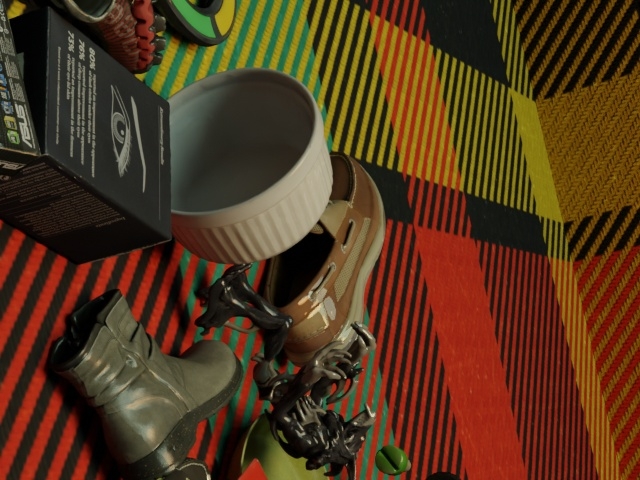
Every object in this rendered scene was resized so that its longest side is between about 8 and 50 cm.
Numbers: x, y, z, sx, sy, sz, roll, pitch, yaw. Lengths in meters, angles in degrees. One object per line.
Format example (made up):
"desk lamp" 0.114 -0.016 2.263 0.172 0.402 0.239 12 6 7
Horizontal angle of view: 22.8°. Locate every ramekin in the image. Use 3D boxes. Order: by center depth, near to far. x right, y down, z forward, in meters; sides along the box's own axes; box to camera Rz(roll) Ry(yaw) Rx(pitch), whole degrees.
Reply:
"ramekin" -0.084 -0.071 1.657 0.109 0.207 0.207 63 23 -46

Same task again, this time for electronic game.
"electronic game" -0.159 -0.337 1.848 0.229 0.048 0.229 47 35 -49

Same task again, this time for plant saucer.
"plant saucer" -0.044 0.306 1.716 0.241 0.037 0.241 49 33 -48

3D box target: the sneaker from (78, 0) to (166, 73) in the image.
"sneaker" -0.229 -0.262 1.575 0.276 0.135 0.098 83 -7 -57

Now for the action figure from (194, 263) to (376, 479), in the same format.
"action figure" -0.013 0.140 1.684 0.276 0.141 0.164 55 10 -3

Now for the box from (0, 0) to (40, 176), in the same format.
"box" -0.321 -0.153 1.258 0.184 0.045 0.191 7 59 -48

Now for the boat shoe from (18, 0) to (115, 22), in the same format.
"boat shoe" -0.245 -0.326 1.318 0.121 0.119 0.335 -47 139 -22

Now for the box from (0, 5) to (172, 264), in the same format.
"box" -0.230 -0.089 1.436 0.207 0.108 0.153 41 40 -55

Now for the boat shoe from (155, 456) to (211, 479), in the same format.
"boat shoe" -0.143 0.259 1.466 0.081 0.068 0.228 71 23 -10

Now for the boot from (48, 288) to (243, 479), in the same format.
"boot" -0.162 0.110 1.516 0.161 0.083 0.246 62 23 -14

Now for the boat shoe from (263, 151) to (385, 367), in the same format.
"boat shoe" 0.000 0.000 1.916 0.116 0.123 0.324 54 28 -37

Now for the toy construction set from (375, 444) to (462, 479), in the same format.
"toy construction set" 0.102 0.400 1.753 0.309 0.257 0.237 -67 155 -7

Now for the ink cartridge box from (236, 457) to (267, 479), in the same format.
"ink cartridge box" -0.056 0.382 1.545 0.275 0.060 0.239 -48 122 -51
